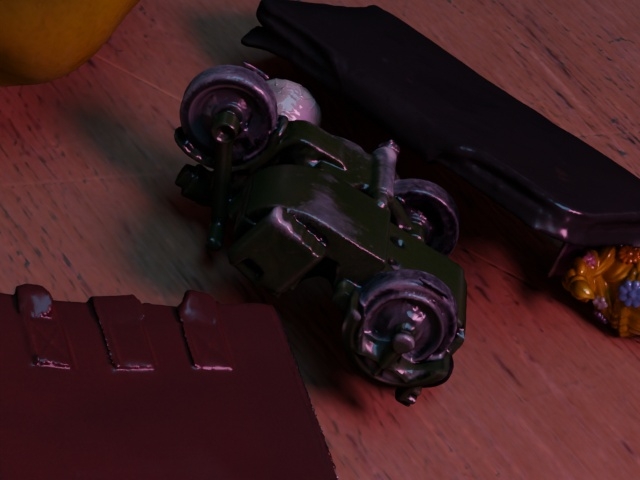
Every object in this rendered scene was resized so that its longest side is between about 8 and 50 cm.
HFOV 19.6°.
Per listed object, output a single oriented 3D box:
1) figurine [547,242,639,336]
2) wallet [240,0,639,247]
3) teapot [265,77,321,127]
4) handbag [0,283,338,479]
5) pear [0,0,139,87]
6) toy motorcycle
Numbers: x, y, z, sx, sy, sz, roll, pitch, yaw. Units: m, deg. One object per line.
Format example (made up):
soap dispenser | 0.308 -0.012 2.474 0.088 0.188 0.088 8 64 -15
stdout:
figurine | 0.264 0.040 1.502 0.156 0.095 0.115 27 31 5
wallet | 0.113 -0.100 1.510 0.377 0.051 0.197 36 25 31
teapot | -0.032 -0.084 1.502 0.083 0.064 0.064 50 45 -23
handbag | -0.113 0.149 1.207 0.260 0.084 0.275 1 47 -30
pear | -0.250 -0.316 1.396 0.362 0.362 0.418 11 70 -18
toy motorcycle | 0.000 0.000 1.371 0.275 0.127 0.205 29 31 -12
